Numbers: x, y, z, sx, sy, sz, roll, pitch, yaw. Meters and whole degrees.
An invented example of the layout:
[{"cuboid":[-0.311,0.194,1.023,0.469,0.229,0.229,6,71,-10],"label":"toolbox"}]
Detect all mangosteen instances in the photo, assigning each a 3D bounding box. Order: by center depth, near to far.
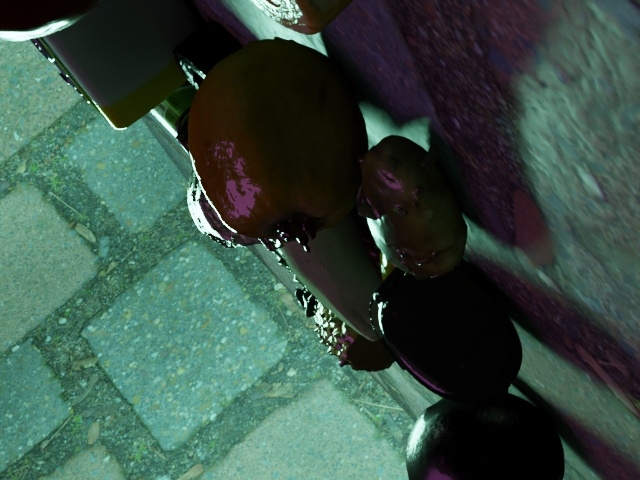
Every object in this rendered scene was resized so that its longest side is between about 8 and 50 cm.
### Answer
[{"cuboid":[0.234,0.288,1.629,0.228,0.228,0.265,58,-150,-49],"label":"mangosteen"}]

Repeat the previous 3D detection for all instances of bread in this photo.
[{"cuboid":[-0.030,-0.242,0.935,0.122,0.073,0.149,35,167,43],"label":"bread"}]

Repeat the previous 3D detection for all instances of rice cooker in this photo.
[{"cuboid":[0.151,0.106,1.355,0.203,0.142,0.118,49,-174,31],"label":"rice cooker"}]

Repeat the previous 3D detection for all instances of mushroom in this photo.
[{"cuboid":[-0.002,-0.004,1.739,0.154,0.137,0.407,59,179,44],"label":"mushroom"}]

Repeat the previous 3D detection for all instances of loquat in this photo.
[{"cuboid":[-0.043,-0.099,1.203,0.176,0.187,0.234,92,164,-84],"label":"loquat"}]

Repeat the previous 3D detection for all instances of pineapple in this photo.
[{"cuboid":[0.015,0.090,2.064,0.364,0.165,0.165,46,172,44],"label":"pineapple"}]

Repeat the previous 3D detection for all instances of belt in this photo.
[{"cuboid":[-0.122,-0.213,1.604,0.198,0.078,0.151,45,170,20],"label":"belt"}]

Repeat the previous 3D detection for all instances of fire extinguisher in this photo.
[{"cuboid":[0.093,0.025,1.679,0.056,0.039,0.132,12,159,16],"label":"fire extinguisher"}]

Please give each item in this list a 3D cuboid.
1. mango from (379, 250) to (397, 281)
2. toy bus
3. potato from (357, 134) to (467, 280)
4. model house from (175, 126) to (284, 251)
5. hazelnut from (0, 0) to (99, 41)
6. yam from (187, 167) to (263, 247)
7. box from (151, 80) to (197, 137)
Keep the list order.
[{"cuboid":[0.121,0.049,1.494,0.103,0.076,0.161,50,171,37],"label":"mango"},{"cuboid":[-0.349,-0.380,1.574,0.249,0.209,0.440,44,171,38],"label":"toy bus"},{"cuboid":[0.092,-0.035,1.164,0.117,0.090,0.225,29,161,26],"label":"potato"},{"cuboid":[-0.069,-0.104,1.418,0.181,0.176,0.248,50,168,-8],"label":"model house"},{"cuboid":[-0.360,-0.388,1.189,0.366,0.366,0.366,48,173,8],"label":"hazelnut"},{"cuboid":[-0.124,-0.079,1.916,0.202,0.201,0.271,50,166,-10],"label":"yam"},{"cuboid":[-0.259,-0.284,1.852,0.345,0.134,0.097,43,167,36],"label":"box"}]
